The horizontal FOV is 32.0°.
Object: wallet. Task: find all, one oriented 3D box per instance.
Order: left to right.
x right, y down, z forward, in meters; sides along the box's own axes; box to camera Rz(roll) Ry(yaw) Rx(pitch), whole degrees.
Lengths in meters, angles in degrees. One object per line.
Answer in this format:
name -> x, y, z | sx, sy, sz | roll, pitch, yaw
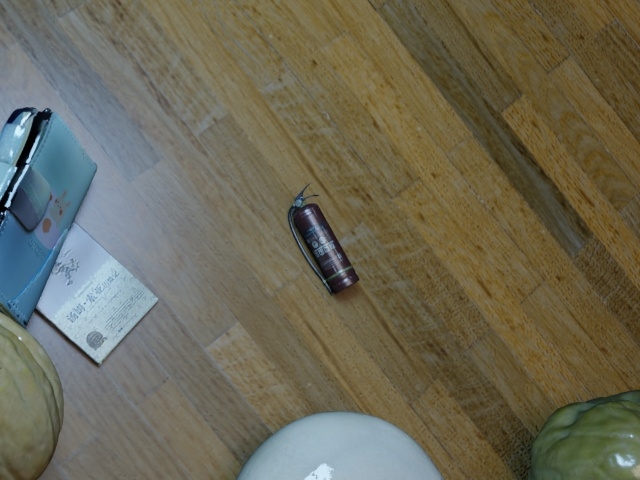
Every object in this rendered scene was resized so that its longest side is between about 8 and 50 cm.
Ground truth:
wallet -> -0.375, -0.029, 1.415 | 0.075, 0.176, 0.250 | 10, 64, 19

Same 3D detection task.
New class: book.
book -> -0.323, 0.063, 1.502 | 0.182, 0.014, 0.127 | 44, 65, -4

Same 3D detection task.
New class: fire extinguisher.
fire extinguisher -> 0.000, 0.000, 1.619 | 0.064, 0.043, 0.158 | -31, 86, 19

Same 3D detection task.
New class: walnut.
walnut -> -0.427, 0.189, 1.319 | 0.225, 0.225, 0.261 | -40, 98, -24
walnut -> 0.439, 0.344, 1.560 | 0.282, 0.277, 0.253 | 44, 71, -16

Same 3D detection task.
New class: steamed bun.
steamed bun -> 0.031, 0.383, 1.439 | 0.324, 0.206, 0.324 | 5, 75, -18
